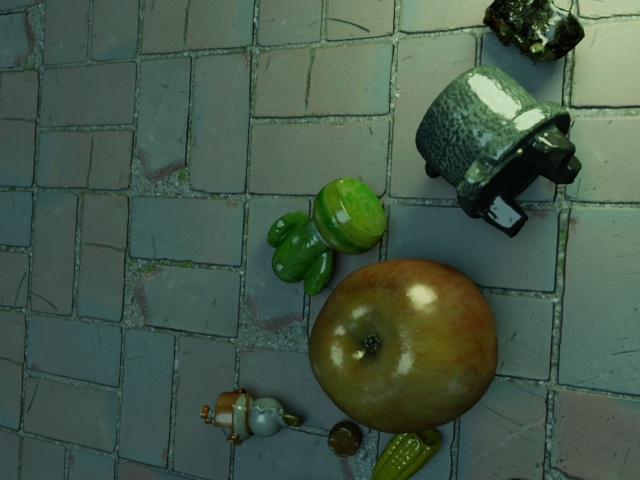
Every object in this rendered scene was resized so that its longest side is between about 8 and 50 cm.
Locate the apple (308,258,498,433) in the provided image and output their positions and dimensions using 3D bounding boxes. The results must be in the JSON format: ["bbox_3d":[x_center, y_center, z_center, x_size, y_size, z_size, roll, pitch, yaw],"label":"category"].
[{"bbox_3d":[0.171,0.222,1.285,0.392,0.346,0.391,-2,85,28],"label":"apple"}]

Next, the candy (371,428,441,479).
[{"bbox_3d":[0.190,0.511,1.403,0.094,0.106,0.199,48,113,35],"label":"candy"}]

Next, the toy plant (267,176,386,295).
[{"bbox_3d":[0.000,0.000,1.477,0.316,0.184,0.224,-36,70,35],"label":"toy plant"}]

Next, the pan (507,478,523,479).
[{"bbox_3d":[0.470,0.593,1.280,0.235,0.028,0.136,-1,73,37],"label":"pan"}]

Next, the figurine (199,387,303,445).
[{"bbox_3d":[-0.181,0.461,1.546,0.271,0.143,0.143,11,93,25],"label":"figurine"}]

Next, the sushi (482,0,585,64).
[{"bbox_3d":[0.457,-0.456,1.292,0.115,0.147,0.212,-55,53,20],"label":"sushi"}]

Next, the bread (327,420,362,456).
[{"bbox_3d":[0.061,0.490,1.484,0.085,0.053,0.085,3,100,16],"label":"bread"}]

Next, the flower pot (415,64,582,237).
[{"bbox_3d":[0.359,-0.177,1.238,0.299,0.299,0.283,-49,67,15],"label":"flower pot"}]
